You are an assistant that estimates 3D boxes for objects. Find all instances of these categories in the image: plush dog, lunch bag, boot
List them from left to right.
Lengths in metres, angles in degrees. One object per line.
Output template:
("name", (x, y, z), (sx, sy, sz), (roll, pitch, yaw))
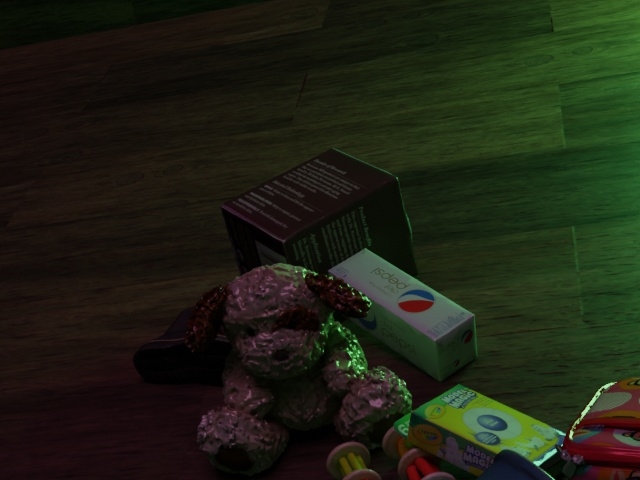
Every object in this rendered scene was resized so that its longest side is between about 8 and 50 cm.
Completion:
("boot", (-0.143, 0.130, 1.700), (0.198, 0.076, 0.137), (1, 28, 24))
("plush dog", (-0.035, 0.128, 1.490), (0.263, 0.225, 0.210), (-12, 29, 6))
("lunch bag", (0.383, 0.219, 1.181), (0.293, 0.120, 0.258), (0, 13, 28))

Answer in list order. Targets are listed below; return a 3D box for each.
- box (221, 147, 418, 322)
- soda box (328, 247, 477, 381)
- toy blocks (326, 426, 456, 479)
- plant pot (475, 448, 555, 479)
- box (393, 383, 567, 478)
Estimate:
("box", (0.000, 0.000, 1.754), (0.203, 0.168, 0.167), (-29, 33, -25))
("soda box", (0.105, 0.094, 1.614), (0.069, 0.073, 0.216), (-30, 40, -26))
("toy blocks", (0.083, 0.272, 1.360), (0.123, 0.054, 0.148), (-19, 29, -9))
("plant pot", (0.142, 0.356, 1.004), (0.255, 0.271, 0.272), (-38, 33, -9))
("box", (0.179, 0.215, 1.370), (0.179, 0.043, 0.105), (20, 25, 33))
